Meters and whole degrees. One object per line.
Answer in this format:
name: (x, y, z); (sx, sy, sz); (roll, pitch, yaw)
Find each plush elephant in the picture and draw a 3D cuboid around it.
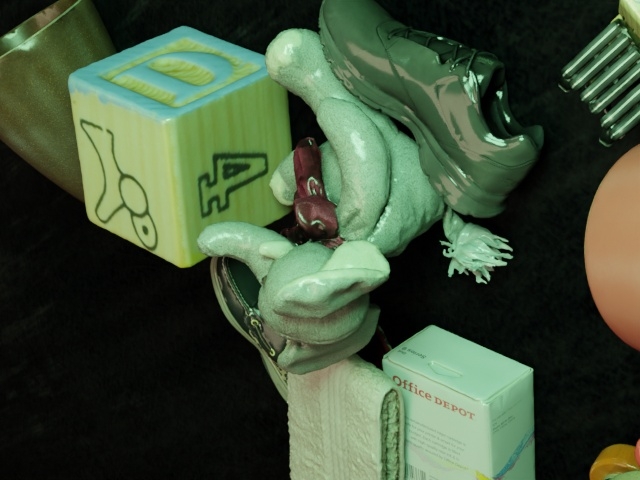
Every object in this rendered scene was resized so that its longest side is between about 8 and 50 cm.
plush elephant: (0.000, 0.000, 1.633); (0.330, 0.255, 0.272); (39, 153, 17)

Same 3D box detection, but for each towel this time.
towel: (0.025, 0.236, 1.814); (0.187, 0.049, 0.282); (35, 139, 41)

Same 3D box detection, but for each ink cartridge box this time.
ink cartridge box: (0.159, 0.224, 1.751); (0.154, 0.093, 0.212); (21, 131, 40)

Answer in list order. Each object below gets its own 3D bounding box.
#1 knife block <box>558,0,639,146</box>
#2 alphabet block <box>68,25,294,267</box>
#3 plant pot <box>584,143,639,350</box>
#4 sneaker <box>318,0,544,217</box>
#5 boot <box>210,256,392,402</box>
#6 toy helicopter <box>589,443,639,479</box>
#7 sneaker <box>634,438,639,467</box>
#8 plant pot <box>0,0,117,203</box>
knife block: (0.331, -0.194, 1.302); (0.276, 0.242, 0.088); (-37, 83, 8)
alphabet block: (-0.161, -0.114, 1.819); (0.192, 0.193, 0.197); (27, 132, 39)
plant pot: (0.366, 0.011, 1.251); (0.243, 0.275, 0.275); (4, 117, 57)
sneaker: (0.118, -0.163, 1.555); (0.286, 0.109, 0.130); (47, 132, 6)
boot: (-0.020, 0.093, 1.883); (0.178, 0.085, 0.236); (-20, 104, 51)
toy helicopter: (0.398, 0.380, 1.581); (0.235, 0.140, 0.355); (-1, 124, 40)
sneaker: (0.399, 0.169, 1.414); (0.107, 0.118, 0.279); (56, 143, 5)
plant pot: (-0.328, -0.169, 1.992); (0.215, 0.215, 0.230); (-8, 120, 51)
